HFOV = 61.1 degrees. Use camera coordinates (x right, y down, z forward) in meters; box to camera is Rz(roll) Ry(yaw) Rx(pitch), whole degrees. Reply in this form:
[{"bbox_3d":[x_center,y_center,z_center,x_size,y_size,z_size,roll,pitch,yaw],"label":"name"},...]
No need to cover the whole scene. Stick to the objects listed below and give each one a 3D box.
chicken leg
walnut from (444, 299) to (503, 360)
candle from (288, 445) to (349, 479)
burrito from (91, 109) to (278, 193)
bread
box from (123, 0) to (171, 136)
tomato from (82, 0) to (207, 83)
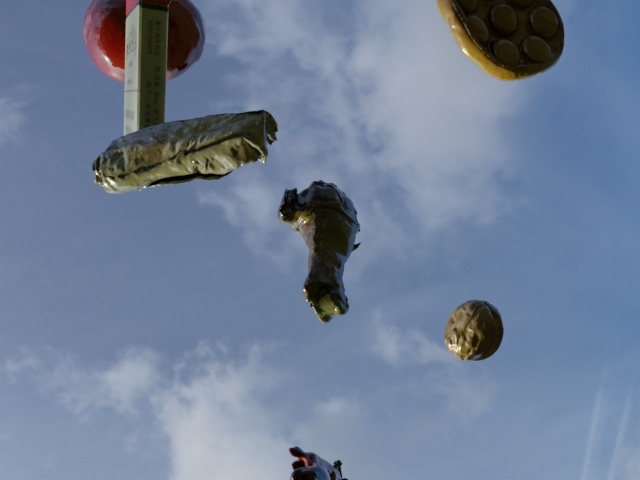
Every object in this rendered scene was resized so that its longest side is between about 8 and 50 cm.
[{"bbox_3d":[-0.004,-0.016,1.131,0.211,0.361,0.140,34,-59,-12],"label":"chicken leg"},{"bbox_3d":[0.222,0.134,0.789,0.079,0.082,0.096,1,-62,-55],"label":"walnut"},{"bbox_3d":[0.001,0.364,0.817,0.059,0.084,0.302,-15,-29,5],"label":"candle"},{"bbox_3d":[-0.127,-0.075,0.479,0.045,0.188,0.058,59,-150,-54],"label":"burrito"},{"bbox_3d":[0.142,-0.172,0.426,0.110,0.024,0.110,5,-111,-14],"label":"bread"},{"bbox_3d":[-0.202,-0.205,0.624,0.035,0.139,0.245,1,-78,-25],"label":"box"},{"bbox_3d":[-0.287,-0.343,0.885,0.195,0.195,0.136,-36,-34,-20],"label":"tomato"}]
